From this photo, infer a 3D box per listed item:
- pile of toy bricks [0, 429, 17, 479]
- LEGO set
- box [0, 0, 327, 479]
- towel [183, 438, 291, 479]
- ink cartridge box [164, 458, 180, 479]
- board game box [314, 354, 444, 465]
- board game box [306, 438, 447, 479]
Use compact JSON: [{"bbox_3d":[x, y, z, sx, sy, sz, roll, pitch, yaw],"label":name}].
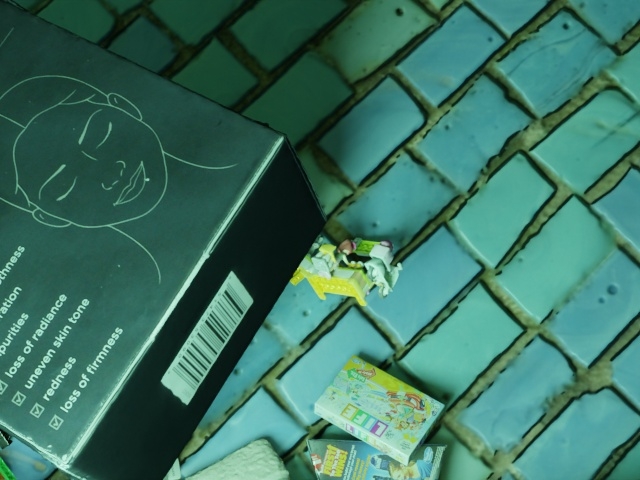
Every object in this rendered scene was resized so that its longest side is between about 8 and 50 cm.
[{"bbox_3d":[-0.481,0.335,1.713,0.105,0.118,0.212,-31,97,14],"label":"pile of toy bricks"},{"bbox_3d":[0.000,0.000,1.799,0.287,0.132,0.107,23,58,27],"label":"LEGO set"},{"bbox_3d":[-0.328,0.014,1.626,0.472,0.297,0.480,28,76,20],"label":"box"},{"bbox_3d":[-0.156,0.396,1.681,0.282,0.049,0.187,-30,44,-10],"label":"towel"},{"bbox_3d":[-0.273,0.304,1.723,0.143,0.090,0.092,-13,78,-4],"label":"ink cartridge box"},{"bbox_3d":[0.083,0.239,1.745,0.154,0.026,0.103,27,54,19],"label":"board game box"},{"bbox_3d":[0.059,0.356,1.738,0.194,0.060,0.194,16,77,3],"label":"board game box"}]
